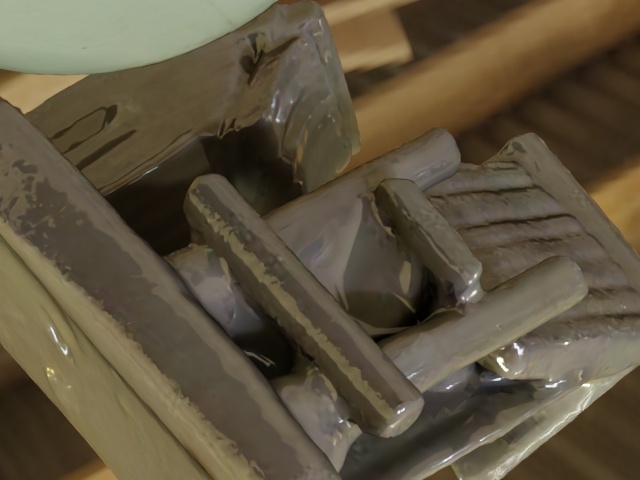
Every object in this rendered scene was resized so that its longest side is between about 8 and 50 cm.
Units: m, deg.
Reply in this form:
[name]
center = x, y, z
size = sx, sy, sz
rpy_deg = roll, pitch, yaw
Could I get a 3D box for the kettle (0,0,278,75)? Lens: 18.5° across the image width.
[kettle]
center = -0.086, -0.148, 0.343
size = 0.161, 0.221, 0.236
rpy_deg = -28, 174, 6

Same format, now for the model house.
[model house]
center = -0.005, 0.007, 0.584
size = 0.188, 0.122, 0.229
rpy_deg = -24, -129, -30
